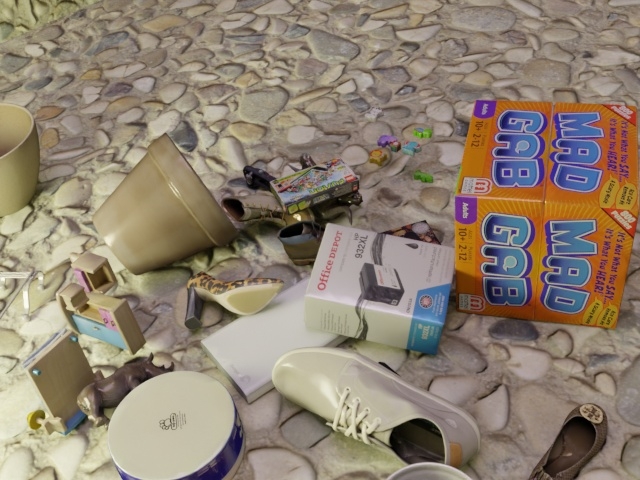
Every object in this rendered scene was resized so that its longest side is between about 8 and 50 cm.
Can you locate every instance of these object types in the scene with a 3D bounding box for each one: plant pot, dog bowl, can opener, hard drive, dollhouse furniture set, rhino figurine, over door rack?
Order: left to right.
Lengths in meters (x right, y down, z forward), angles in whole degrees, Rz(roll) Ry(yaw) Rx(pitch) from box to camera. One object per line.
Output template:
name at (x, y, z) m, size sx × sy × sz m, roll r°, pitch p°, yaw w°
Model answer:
over door rack at (-0.849, 0.173, 1.890) m, size 0.239 × 0.108 × 0.324 m, roll -1°, pitch 22°, yaw 8°
dollhouse furniture set at (-0.585, 0.218, 1.698) m, size 0.198 × 0.286 × 0.303 m, roll 11°, pitch 43°, yaw 32°
rhino figurine at (-0.417, 0.318, 1.695) m, size 0.106 × 0.073 × 0.243 m, roll 38°, pitch 44°, yaw 25°
plant pot at (-0.410, -0.065, 1.984) m, size 0.280 × 0.323 × 0.323 m, roll -36°, pitch 47°, yaw -3°
dog bowl at (-0.291, 0.398, 1.578) m, size 0.264 × 0.104 × 0.265 m, roll -5°, pitch 42°, yaw 4°
can opener at (-0.147, -0.166, 2.194) m, size 0.186 × 0.059 × 0.073 m, roll 29°, pitch 54°, yaw 34°
hard drive at (-0.093, 0.220, 1.785) m, size 0.307 × 0.040 × 0.203 m, roll -30°, pitch 47°, yaw -22°

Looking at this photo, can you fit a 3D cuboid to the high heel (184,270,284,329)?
high heel at (-0.208, 0.099, 1.860) m, size 0.261 × 0.093 × 0.186 m, roll -21°, pitch 35°, yaw 12°

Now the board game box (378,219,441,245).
board game box at (0.180, 0.044, 1.925) m, size 0.243 × 0.042 × 0.165 m, roll -17°, pitch 43°, yaw -8°

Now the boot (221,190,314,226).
boot at (-0.137, -0.072, 2.025) m, size 0.213 × 0.077 × 0.165 m, roll 25°, pitch 20°, yaw 33°

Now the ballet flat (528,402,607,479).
ballet flat at (0.476, 0.397, 1.485) m, size 0.084 × 0.058 × 0.250 m, roll 30°, pitch 55°, yaw 33°

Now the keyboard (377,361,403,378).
keyboard at (0.155, 0.326, 1.631) m, size 0.100 × 0.038 × 0.192 m, roll -32°, pitch 47°, yaw -23°

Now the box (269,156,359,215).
box at (-0.015, -0.143, 2.016) m, size 0.207 × 0.036 × 0.114 m, roll -21°, pitch 46°, yaw -15°

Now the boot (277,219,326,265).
boot at (0.000, 0.000, 1.910) m, size 0.219 × 0.106 × 0.082 m, roll -14°, pitch 49°, yaw 25°

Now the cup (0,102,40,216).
cup at (-0.951, -0.207, 2.240) m, size 0.331 × 0.237 × 0.331 m, roll -4°, pitch 42°, yaw 4°

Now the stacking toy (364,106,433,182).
stacking toy at (0.222, -0.266, 2.161) m, size 0.221 × 0.167 × 0.052 m, roll 24°, pitch 52°, yaw 32°

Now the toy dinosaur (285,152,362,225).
toy dinosaur at (0.027, -0.112, 2.090) m, size 0.160 × 0.121 × 0.313 m, roll -22°, pitch 48°, yaw 3°

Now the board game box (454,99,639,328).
board game box at (0.505, -0.066, 1.758) m, size 0.356 × 0.356 × 0.356 m, roll 5°, pitch 45°, yaw 16°

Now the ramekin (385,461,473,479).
ramekin at (0.195, 0.511, 1.373) m, size 0.207 × 0.109 × 0.207 m, roll -4°, pitch 42°, yaw 4°

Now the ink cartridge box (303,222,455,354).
ink cartridge box at (0.135, 0.105, 1.750) m, size 0.307 × 0.129 × 0.223 m, roll 11°, pitch 52°, yaw 9°

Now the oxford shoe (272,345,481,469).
oxford shoe at (0.092, 0.334, 1.532) m, size 0.449 × 0.169 × 0.130 m, roll 20°, pitch 30°, yaw 22°
